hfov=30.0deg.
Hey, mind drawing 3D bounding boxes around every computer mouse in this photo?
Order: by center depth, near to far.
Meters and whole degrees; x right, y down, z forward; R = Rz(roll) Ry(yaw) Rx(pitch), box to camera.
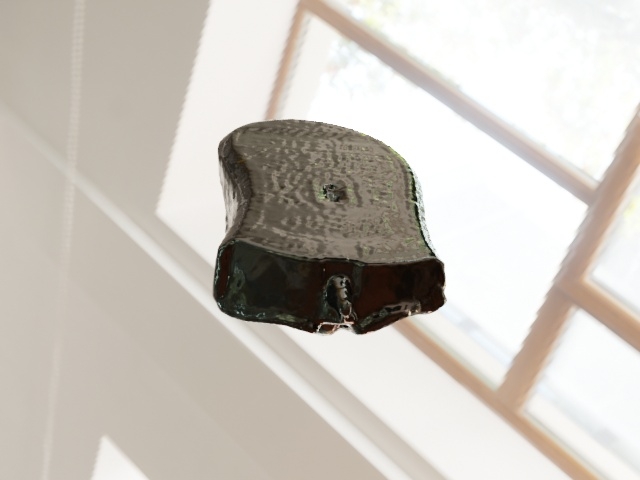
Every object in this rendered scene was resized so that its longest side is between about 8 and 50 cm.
[{"bbox_3d":[0.000,0.000,0.807,0.147,0.264,0.088,3,-65,-4],"label":"computer mouse"}]
